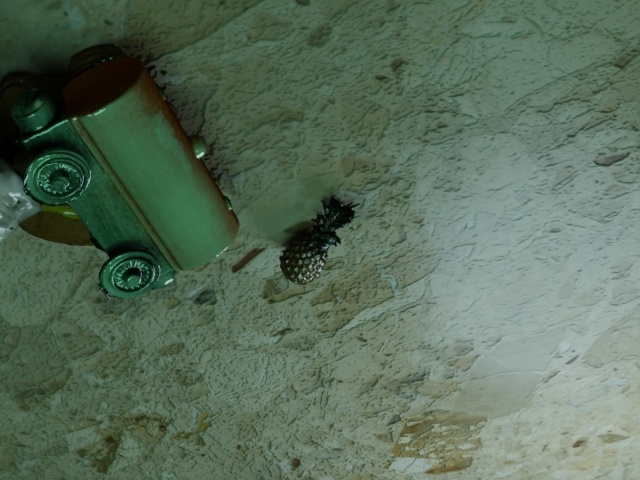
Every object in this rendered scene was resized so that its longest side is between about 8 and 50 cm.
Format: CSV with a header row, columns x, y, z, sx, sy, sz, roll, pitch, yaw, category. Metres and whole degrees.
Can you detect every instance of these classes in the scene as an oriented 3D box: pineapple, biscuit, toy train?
x,y,z,sx,sy,sz,roll,pitch,yaw,category
0.000,0.000,1.318,0.058,0.058,0.124,20,131,-24,pineapple
-0.261,-0.093,1.210,0.208,0.041,0.290,10,135,-16,biscuit
-0.199,-0.063,1.151,0.177,0.116,0.285,-28,131,1,toy train

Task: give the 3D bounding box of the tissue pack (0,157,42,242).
x,y,z,sx,sy,sz,roll,pitch,yaw,category
-0.500,-0.065,1.001,0.390,0.195,0.375,5,174,7,tissue pack
